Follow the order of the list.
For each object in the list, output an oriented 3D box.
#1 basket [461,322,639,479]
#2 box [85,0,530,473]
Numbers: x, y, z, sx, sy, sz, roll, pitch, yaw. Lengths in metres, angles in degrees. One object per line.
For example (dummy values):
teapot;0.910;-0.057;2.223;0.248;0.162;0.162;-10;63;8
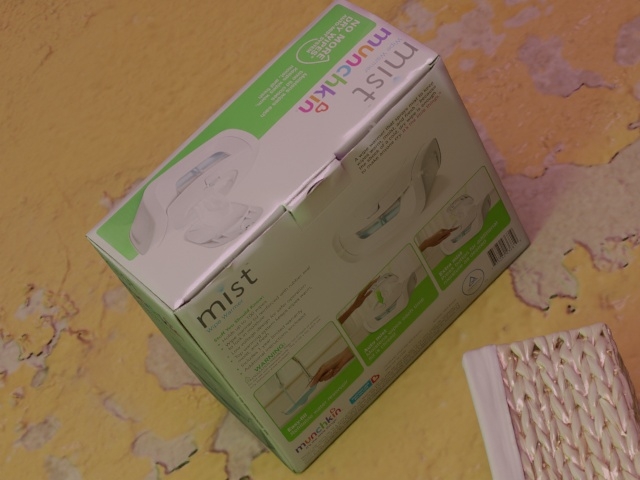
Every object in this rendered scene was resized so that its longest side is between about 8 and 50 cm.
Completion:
basket;0.171;0.150;1.164;0.103;0.113;0.167;-20;48;9
box;0.000;0.000;1.292;0.262;0.231;0.127;-44;48;-10
